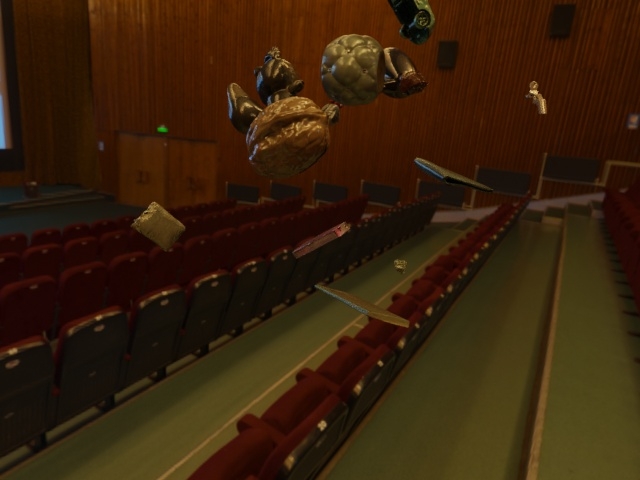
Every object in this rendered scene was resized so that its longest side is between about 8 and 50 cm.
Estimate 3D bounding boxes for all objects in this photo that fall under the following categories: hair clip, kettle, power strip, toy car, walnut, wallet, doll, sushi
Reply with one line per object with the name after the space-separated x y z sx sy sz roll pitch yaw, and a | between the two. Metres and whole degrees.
0.868 -0.568 1.759 0.034 0.072 0.226 6 37 4 | hair clip
0.333 -0.765 2.089 0.268 0.207 0.290 -8 39 -3 | kettle
0.000 0.000 1.846 0.278 0.038 0.109 -28 7 37 | power strip
0.304 -0.836 1.517 0.125 0.306 0.136 -40 15 -7 | toy car
-0.086 -0.272 1.168 0.244 0.198 0.198 -25 9 16 | walnut
0.585 -0.278 1.956 0.290 0.054 0.251 14 20 -26 | wallet
-0.231 -0.656 1.927 0.378 0.383 0.252 -15 -16 -43 | doll
0.054 -0.559 1.889 0.094 0.180 0.079 28 2 -29 | doll
0.226 -0.379 1.060 0.052 0.055 0.120 -20 12 28 | sushi

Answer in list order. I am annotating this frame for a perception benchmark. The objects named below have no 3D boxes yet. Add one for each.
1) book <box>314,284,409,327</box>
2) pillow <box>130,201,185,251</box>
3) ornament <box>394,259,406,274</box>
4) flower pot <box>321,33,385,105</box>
0.137 0.217 1.495 0.214 0.025 0.282 21 0 -37 | book
-0.640 -0.052 1.765 0.181 0.134 0.078 45 -3 -26 | pillow
0.341 0.113 1.876 0.041 0.068 0.092 -27 29 26 | ornament
0.119 -0.593 1.545 0.195 0.246 0.246 9 17 17 | flower pot
